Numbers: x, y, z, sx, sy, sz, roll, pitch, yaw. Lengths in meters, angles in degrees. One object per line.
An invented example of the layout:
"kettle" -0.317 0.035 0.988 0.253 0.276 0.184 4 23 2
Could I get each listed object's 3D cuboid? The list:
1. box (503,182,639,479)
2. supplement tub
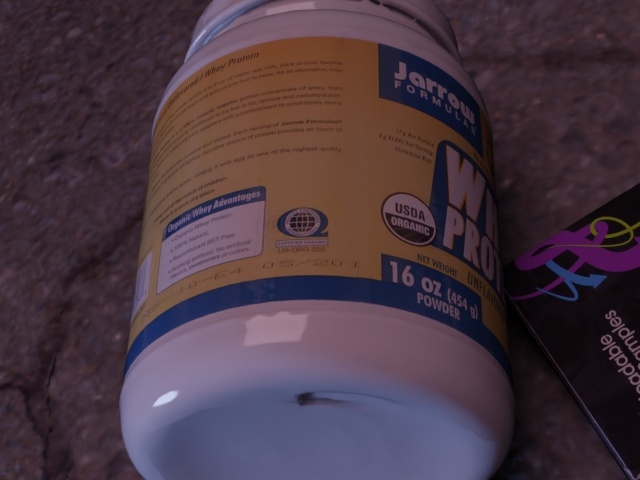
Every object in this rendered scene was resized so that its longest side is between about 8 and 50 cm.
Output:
"box" 0.163 0.014 0.498 0.162 0.029 0.116 -31 47 2
"supplement tub" 0.000 0.000 0.516 0.144 0.144 0.200 -13 51 19
